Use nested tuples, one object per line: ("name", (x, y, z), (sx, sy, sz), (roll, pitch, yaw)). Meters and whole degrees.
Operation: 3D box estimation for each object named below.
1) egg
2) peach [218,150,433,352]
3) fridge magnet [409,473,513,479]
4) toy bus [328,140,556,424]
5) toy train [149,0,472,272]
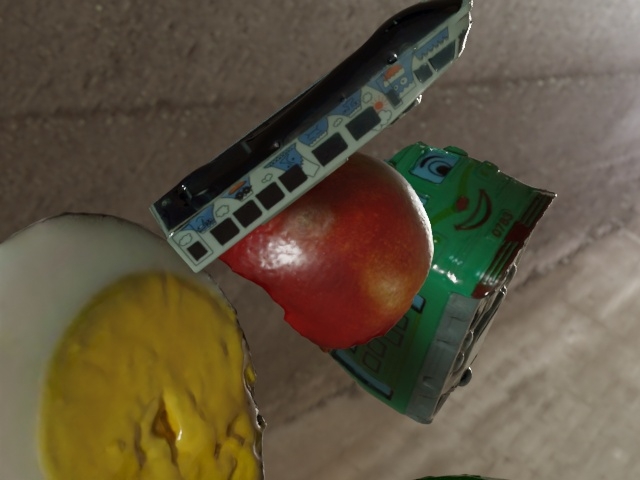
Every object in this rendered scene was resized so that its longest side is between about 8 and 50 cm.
("egg", (-0.212, 0.157, 1.099), (0.201, 0.337, 0.337), (-14, -160, 44))
("peach", (0.001, -0.007, 0.938), (0.151, 0.151, 0.118), (-51, 136, -20))
("fridge magnet", (0.113, 0.226, 1.035), (0.208, 0.208, 0.088), (-9, 102, -70))
("toy bus", (0.118, 0.042, 1.585), (0.183, 0.199, 0.343), (-51, 166, -32))
("toy train", (0.001, -0.063, 0.749), (0.207, 0.043, 0.047), (-38, 122, 0))
